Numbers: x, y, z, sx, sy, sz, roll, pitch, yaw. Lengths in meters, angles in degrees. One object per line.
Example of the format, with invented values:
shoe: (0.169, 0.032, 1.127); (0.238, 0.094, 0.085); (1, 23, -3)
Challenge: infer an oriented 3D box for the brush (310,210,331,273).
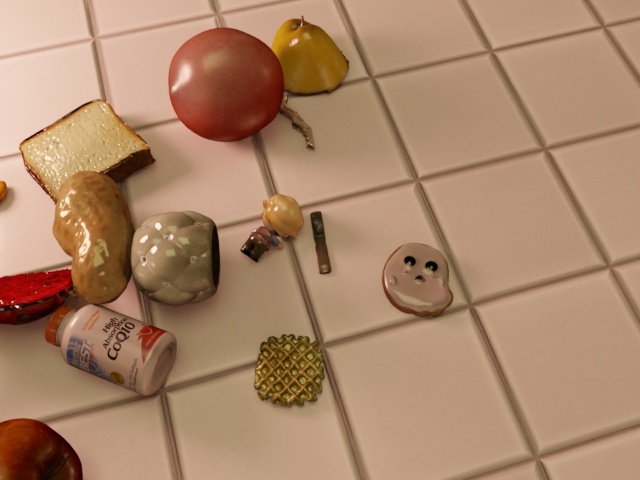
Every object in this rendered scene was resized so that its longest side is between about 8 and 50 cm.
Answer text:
brush: (0.000, 0.000, 1.859); (0.034, 0.027, 0.190); (-7, 62, -3)

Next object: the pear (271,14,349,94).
pear: (-0.046, -0.577, 2.095); (0.267, 0.178, 0.266); (-1, 65, 2)

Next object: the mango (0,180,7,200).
mango: (-0.899, -0.131, 1.908); (0.060, 0.046, 0.089); (20, 58, 10)

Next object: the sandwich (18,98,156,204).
sandwich: (-0.663, -0.240, 1.943); (0.301, 0.099, 0.271); (-37, 64, -15)

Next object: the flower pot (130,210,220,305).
flower pot: (-0.354, 0.043, 1.713); (0.195, 0.246, 0.246); (-2, 61, -2)

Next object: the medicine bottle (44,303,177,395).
medicine bottle: (-0.500, 0.247, 1.643); (0.289, 0.157, 0.157); (19, 63, 9)

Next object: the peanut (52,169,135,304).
peanut: (-0.561, -0.014, 1.721); (0.192, 0.169, 0.387); (-20, 59, -8)

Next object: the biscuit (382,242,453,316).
biscuit: (0.251, 0.095, 1.800); (0.181, 0.049, 0.208); (1, 63, -1)

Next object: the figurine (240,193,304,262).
figurine: (-0.126, -0.030, 1.845); (0.114, 0.108, 0.196); (32, 83, 26)

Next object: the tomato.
tomato: (-0.273, -0.433, 1.931); (0.322, 0.321, 0.321); (0, 61, -1)

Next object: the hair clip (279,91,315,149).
hair clip: (-0.068, -0.356, 2.050); (0.072, 0.034, 0.226); (-33, 67, -18)

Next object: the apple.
apple: (-0.656, 0.526, 1.426); (0.317, 0.288, 0.288); (-18, 62, 4)

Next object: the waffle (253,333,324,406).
waffle: (-0.074, 0.313, 1.682); (0.169, 0.036, 0.183); (5, 63, -1)

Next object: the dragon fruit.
dragon fruit: (-0.758, 0.155, 1.688); (0.344, 0.282, 0.100); (-5, 103, -4)
